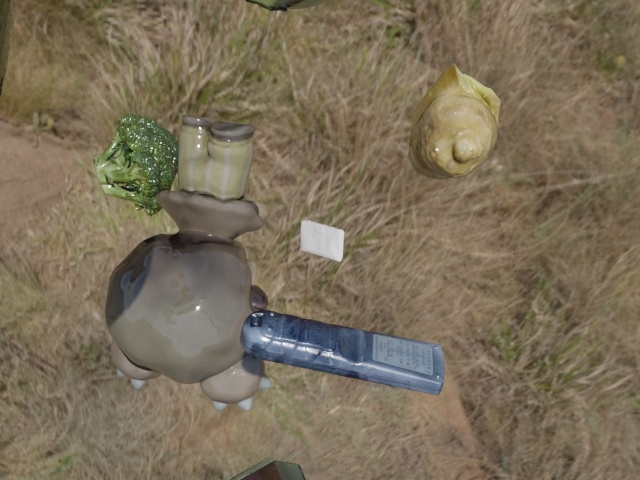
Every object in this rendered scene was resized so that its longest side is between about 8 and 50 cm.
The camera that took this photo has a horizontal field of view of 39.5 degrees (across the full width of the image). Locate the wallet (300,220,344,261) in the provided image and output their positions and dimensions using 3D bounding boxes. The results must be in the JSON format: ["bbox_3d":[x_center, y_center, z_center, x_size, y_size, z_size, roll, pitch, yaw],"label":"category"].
[{"bbox_3d":[0.000,0.000,1.174,0.011,0.083,0.044,-3,102,-39],"label":"wallet"}]

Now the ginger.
[{"bbox_3d":[0.166,-0.122,1.209,0.115,0.193,0.123,26,55,-2],"label":"ginger"}]

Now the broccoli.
[{"bbox_3d":[-0.289,-0.120,1.437,0.137,0.146,0.162,-18,114,-3],"label":"broccoli"}]

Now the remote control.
[{"bbox_3d":[0.017,0.081,0.657,0.152,0.027,0.043,13,32,-7],"label":"remote control"}]

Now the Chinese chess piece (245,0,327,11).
[{"bbox_3d":[-0.063,-0.564,1.494,0.349,0.349,0.146,47,50,10],"label":"Chinese chess piece"}]

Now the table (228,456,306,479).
[{"bbox_3d":[-0.114,0.360,1.220,0.146,0.175,0.063,-24,93,-29],"label":"table"}]

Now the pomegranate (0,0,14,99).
[{"bbox_3d":[-0.250,-0.105,0.443,0.202,0.248,0.202,3,82,-21],"label":"pomegranate"}]

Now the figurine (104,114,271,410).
[{"bbox_3d":[-0.160,0.026,1.181,0.248,0.203,0.381,11,93,19],"label":"figurine"}]
